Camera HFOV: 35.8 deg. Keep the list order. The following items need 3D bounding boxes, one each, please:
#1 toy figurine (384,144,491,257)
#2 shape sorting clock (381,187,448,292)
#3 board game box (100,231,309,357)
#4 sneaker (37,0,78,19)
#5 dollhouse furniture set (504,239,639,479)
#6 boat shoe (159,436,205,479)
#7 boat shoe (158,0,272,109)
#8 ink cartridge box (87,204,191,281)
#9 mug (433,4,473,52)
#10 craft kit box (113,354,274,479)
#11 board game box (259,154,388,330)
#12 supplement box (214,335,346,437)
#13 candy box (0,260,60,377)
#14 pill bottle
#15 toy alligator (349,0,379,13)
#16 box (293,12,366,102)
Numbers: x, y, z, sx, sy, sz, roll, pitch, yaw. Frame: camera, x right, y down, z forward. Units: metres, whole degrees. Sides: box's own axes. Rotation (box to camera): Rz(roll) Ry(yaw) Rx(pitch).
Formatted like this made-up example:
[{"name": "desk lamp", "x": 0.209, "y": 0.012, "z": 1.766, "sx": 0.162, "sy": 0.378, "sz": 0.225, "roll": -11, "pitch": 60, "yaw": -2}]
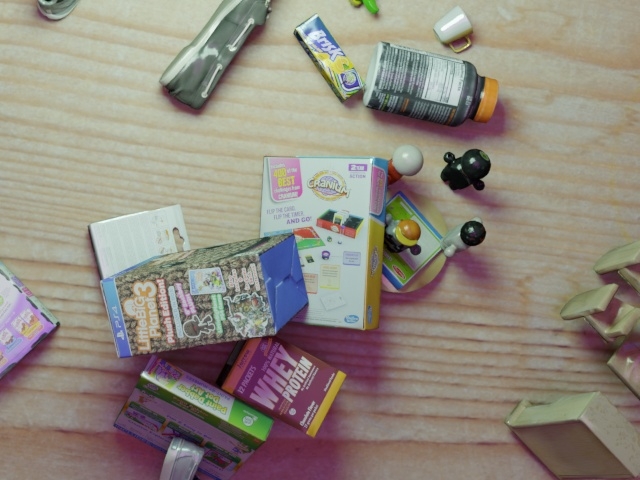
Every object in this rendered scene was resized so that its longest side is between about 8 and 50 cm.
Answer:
[{"name": "toy figurine", "x": 0.215, "y": -0.074, "z": 1.878, "sx": 0.213, "sy": 0.148, "sz": 0.209, "roll": 5, "pitch": 80, "yaw": -15}, {"name": "shape sorting clock", "x": 0.152, "y": 0.000, "z": 1.950, "sx": 0.206, "sy": 0.040, "sz": 0.206, "roll": 2, "pitch": 82, "yaw": -14}, {"name": "board game box", "x": -0.197, "y": 0.093, "z": 1.755, "sx": 0.291, "sy": 0.232, "sz": 0.141, "roll": -10, "pitch": 97, "yaw": 15}, {"name": "sneaker", "x": -0.447, "y": -0.514, "z": 1.837, "sx": 0.086, "sy": 0.132, "sz": 0.228, "roll": 35, "pitch": 88, "yaw": -5}, {"name": "dollhouse furniture set", "x": 0.592, "y": 0.270, "z": 1.947, "sx": 0.362, "sy": 0.256, "sz": 0.394, "roll": 47, "pitch": 66, "yaw": -5}, {"name": "boat shoe", "x": -0.259, "y": 0.464, "z": 1.857, "sx": 0.081, "sy": 0.079, "sz": 0.227, "roll": 16, "pitch": 125, "yaw": 3}, {"name": "boat shoe", "x": -0.168, "y": -0.395, "z": 1.888, "sx": 0.095, "sy": 0.112, "sz": 0.335, "roll": 41, "pitch": 93, "yaw": -22}, {"name": "ink cartridge box", "x": -0.345, "y": 0.017, "z": 1.914, "sx": 0.179, "sy": 0.045, "sz": 0.145, "roll": -14, "pitch": 92, "yaw": -23}, {"name": "mug", "x": 0.261, "y": -0.412, "z": 1.946, "sx": 0.064, "sy": 0.062, "sz": 0.078, "roll": -31, "pitch": 87, "yaw": 4}, {"name": "craft kit box", "x": -0.240, "y": 0.336, "z": 1.828, "sx": 0.250, "sy": 0.246, "sz": 0.061, "roll": 29, "pitch": 54, "yaw": -6}, {"name": "board game box", "x": 0.000, "y": 0.000, "z": 1.864, "sx": 0.242, "sy": 0.064, "sz": 0.316, "roll": 4, "pitch": 91, "yaw": 29}, {"name": "supplement box", "x": -0.079, "y": 0.259, "z": 1.850, "sx": 0.191, "sy": 0.194, "sz": 0.129, "roll": 29, "pitch": 81, "yaw": -5}, {"name": "candy box", "x": -0.620, "y": 0.144, "z": 1.865, "sx": 0.165, "sy": 0.070, "sz": 0.196, "roll": -43, "pitch": 95, "yaw": -3}, {"name": "pill bottle", "x": 0.214, "y": -0.293, "z": 1.907, "sx": 0.246, "sy": 0.130, "sz": 0.130, "roll": 12, "pitch": 90, "yaw": -6}, {"name": "toy alligator", "x": 0.054, "y": -0.521, "z": 1.930, "sx": 0.189, "sy": 0.056, "sz": 0.051, "roll": 46, "pitch": 45, "yaw": -3}, {"name": "box", "x": 0.017, "y": -0.353, "z": 1.922, "sx": 0.054, "sy": 0.059, "sz": 0.169, "roll": -36, "pitch": 94, "yaw": -5}]
